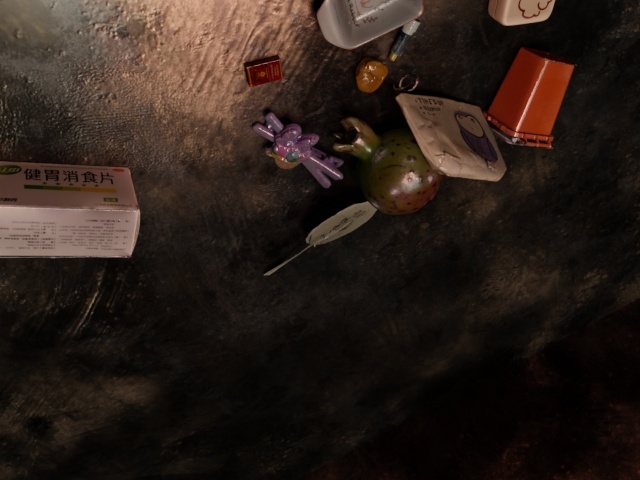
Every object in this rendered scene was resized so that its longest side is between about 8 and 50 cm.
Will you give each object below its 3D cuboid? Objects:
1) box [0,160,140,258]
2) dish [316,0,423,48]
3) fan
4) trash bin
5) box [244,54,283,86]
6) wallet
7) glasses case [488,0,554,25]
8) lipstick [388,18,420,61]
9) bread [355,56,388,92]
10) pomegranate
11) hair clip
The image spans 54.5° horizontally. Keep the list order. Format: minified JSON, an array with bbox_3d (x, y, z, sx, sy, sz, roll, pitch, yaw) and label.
[{"bbox_3d":[-0.587,-0.067,1.387,0.332,0.173,0.145,0,128,-26],"label":"box"},{"bbox_3d":[0.100,-0.523,1.360,0.234,0.064,0.154,-27,136,-1],"label":"dish"},{"bbox_3d":[0.000,0.001,1.789,0.414,0.012,0.233,-35,161,23],"label":"fan"},{"bbox_3d":[0.562,-0.373,1.644,0.161,0.184,0.239,1,124,-26],"label":"trash bin"},{"bbox_3d":[-0.129,-0.384,1.413,0.082,0.023,0.051,-17,135,-10],"label":"box"},{"bbox_3d":[0.337,-0.271,1.560,0.335,0.275,0.068,1,153,-37],"label":"wallet"},{"bbox_3d":[0.483,-0.663,1.401,0.144,0.076,0.336,-13,135,-14],"label":"glasses case"},{"bbox_3d":[0.193,-0.475,1.473,0.037,0.037,0.116,8,130,-31],"label":"lipstick"},{"bbox_3d":[0.121,-0.401,1.499,0.083,0.046,0.081,-32,139,4],"label":"bread"},{"bbox_3d":[0.167,-0.198,1.617,0.306,0.242,0.242,27,124,5],"label":"pomegranate"},{"bbox_3d":[-0.038,-0.221,1.552,0.278,0.090,0.137,24,141,-37],"label":"hair clip"}]
